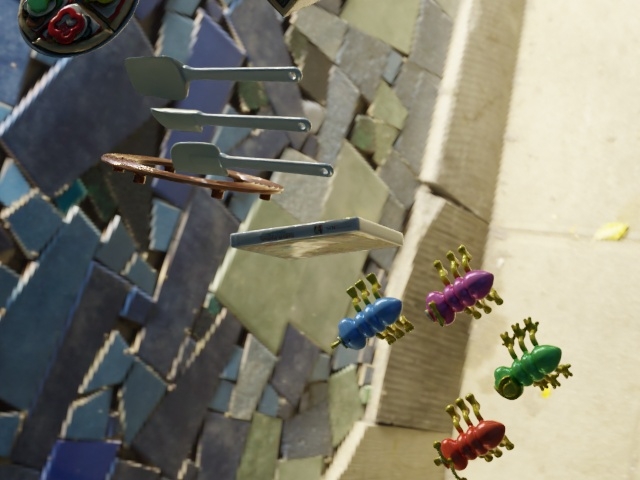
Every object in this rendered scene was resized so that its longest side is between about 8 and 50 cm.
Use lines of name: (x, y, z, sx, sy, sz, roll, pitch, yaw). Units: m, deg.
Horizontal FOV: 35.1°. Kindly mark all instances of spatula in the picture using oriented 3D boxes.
spatula: (-0.105, -0.136, 1.141, 0.242, 0.168, 0.019, 7, 40, 34)

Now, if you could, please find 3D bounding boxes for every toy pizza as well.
toy pizza: (-0.366, -0.363, 1.516, 0.201, 0.032, 0.201, -6, 66, 13)

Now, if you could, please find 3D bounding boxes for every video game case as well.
video game case: (0.000, 0.000, 1.584, 0.206, 0.227, 0.026, -8, 81, 21)

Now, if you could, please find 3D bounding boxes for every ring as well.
ring: (-0.234, -0.114, 1.858, 0.336, 0.336, 0.032, 18, 100, 37)

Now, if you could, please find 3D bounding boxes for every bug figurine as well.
bug figurine: (0.155, 0.140, 1.183, 0.216, 0.072, 0.279, -40, 92, 20)

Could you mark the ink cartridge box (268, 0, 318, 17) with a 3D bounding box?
ink cartridge box: (0.024, -0.445, 1.479, 0.088, 0.234, 0.193, 47, 127, 1)
